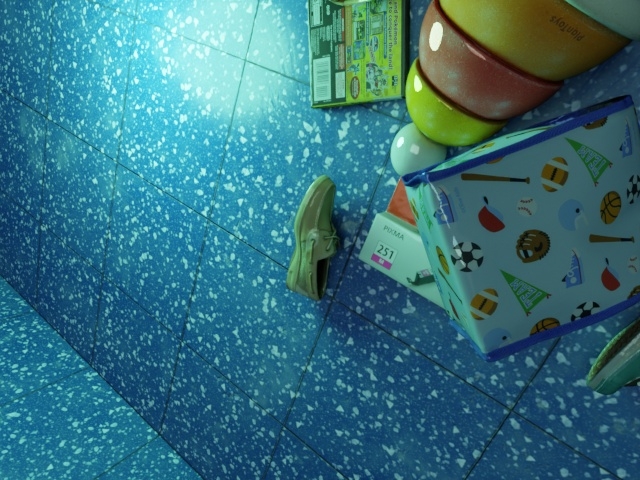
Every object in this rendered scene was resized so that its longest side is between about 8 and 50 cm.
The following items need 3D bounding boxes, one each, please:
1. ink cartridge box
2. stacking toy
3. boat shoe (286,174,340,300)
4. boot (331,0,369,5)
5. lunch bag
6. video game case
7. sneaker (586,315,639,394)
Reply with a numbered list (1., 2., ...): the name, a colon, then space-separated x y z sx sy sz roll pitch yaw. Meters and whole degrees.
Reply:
1. ink cartridge box: 0.250 0.000 0.919 0.275 0.060 0.239 31 116 23
2. stacking toy: 0.266 -0.299 0.741 0.351 0.350 0.480 49 136 13
3. boat shoe: 0.000 0.000 1.045 0.110 0.121 0.342 24 122 21
4. boot: 0.035 -0.630 0.872 0.261 0.095 0.204 24 94 19
5. lunch bag: 0.379 -0.031 0.702 0.384 0.239 0.328 -21 99 3
6. video game case: 0.084 -0.460 0.939 0.248 0.035 0.276 4 102 31
7. sneaker: 0.613 0.186 0.704 0.121 0.108 0.302 42 117 22
